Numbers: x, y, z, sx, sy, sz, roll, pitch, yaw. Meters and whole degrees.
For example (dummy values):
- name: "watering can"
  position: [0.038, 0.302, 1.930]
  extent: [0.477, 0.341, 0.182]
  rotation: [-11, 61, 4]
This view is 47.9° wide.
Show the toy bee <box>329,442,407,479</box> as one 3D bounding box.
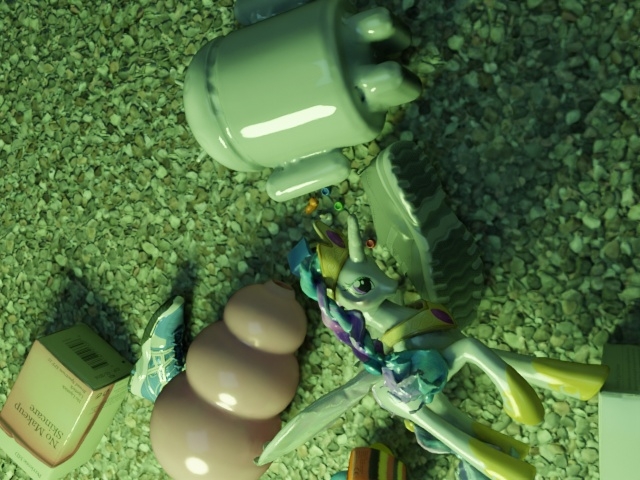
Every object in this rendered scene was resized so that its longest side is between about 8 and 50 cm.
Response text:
- name: "toy bee"
  position: [0.085, 0.402, 1.074]
  extent: [0.162, 0.298, 0.195]
  rotation: [13, 65, -6]

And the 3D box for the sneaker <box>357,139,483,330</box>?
- name: "sneaker"
  position: [0.142, -0.001, 1.031]
  extent: [0.115, 0.105, 0.282]
  rotation: [-17, 95, 58]

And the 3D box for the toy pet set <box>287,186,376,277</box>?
- name: "toy pet set"
  position: [0.000, 0.000, 1.089]
  extent: [0.114, 0.065, 0.122]
  rotation: [-46, 78, 21]

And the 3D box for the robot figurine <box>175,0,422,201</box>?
- name: "robot figurine"
  position: [-0.043, -0.210, 1.006]
  extent: [0.353, 0.199, 0.300]
  rotation: [-11, 83, 24]

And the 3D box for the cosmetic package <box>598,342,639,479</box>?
- name: "cosmetic package"
  position: [0.446, 0.215, 0.841]
  extent: [0.224, 0.224, 0.138]
  rotation: [1, 97, 23]

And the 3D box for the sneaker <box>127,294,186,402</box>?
- name: "sneaker"
  position: [-0.258, 0.186, 1.223]
  extent: [0.081, 0.080, 0.211]
  rotation: [26, 116, 11]

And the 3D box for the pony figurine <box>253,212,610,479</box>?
- name: "pony figurine"
  position: [0.105, 0.166, 0.895]
  extent: [0.363, 0.303, 0.351]
  rotation: [33, 135, 10]

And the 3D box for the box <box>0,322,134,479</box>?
- name: "box"
  position: [-0.459, 0.290, 1.287]
  extent: [0.148, 0.127, 0.232]
  rotation: [36, 108, 14]

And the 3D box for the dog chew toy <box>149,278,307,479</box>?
- name: "dog chew toy"
  position: [-0.126, 0.215, 1.106]
  extent: [0.206, 0.206, 0.332]
  rotation: [28, 98, 17]
